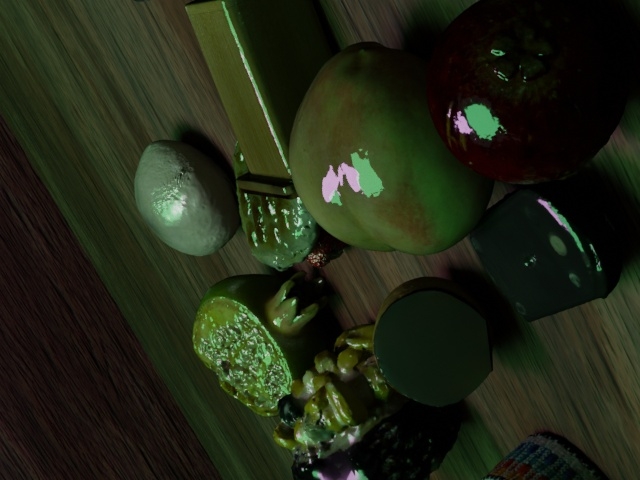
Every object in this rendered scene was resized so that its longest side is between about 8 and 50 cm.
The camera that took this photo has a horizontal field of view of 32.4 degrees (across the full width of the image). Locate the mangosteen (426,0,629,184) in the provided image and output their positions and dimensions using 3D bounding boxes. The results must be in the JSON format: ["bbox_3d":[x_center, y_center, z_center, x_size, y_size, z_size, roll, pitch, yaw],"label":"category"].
[{"bbox_3d":[0.226,-0.153,1.215,0.215,0.215,0.257,46,175,22],"label":"mangosteen"}]

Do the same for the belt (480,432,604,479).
[{"bbox_3d":[0.387,0.470,1.778,0.295,0.160,0.207,52,157,8],"label":"belt"}]

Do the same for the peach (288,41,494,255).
[{"bbox_3d":[0.088,-0.117,1.454,0.292,0.247,0.292,45,164,16],"label":"peach"}]

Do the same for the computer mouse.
[{"bbox_3d":[0.298,0.003,1.396,0.170,0.100,0.269,59,162,3],"label":"computer mouse"}]

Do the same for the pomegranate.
[{"bbox_3d":[-0.089,0.183,2.299,0.310,0.216,0.358,51,127,11],"label":"pomegranate"}]

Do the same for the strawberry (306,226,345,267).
[{"bbox_3d":[0.000,0.000,2.014,0.096,0.083,0.083,55,160,33],"label":"strawberry"}]

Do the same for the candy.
[{"bbox_3d":[-0.297,-0.087,2.346,0.295,0.185,0.295,40,156,22],"label":"candy"}]

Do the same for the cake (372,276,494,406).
[{"bbox_3d":[0.189,0.155,1.751,0.207,0.185,0.178,25,-168,15],"label":"cake"}]

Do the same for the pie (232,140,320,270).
[{"bbox_3d":[-0.085,-0.092,1.972,0.306,0.071,0.306,27,123,50],"label":"pie"}]

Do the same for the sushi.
[{"bbox_3d":[0.059,0.342,2.058,0.285,0.328,0.328,52,162,-6],"label":"sushi"}]

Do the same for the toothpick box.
[{"bbox_3d":[-0.068,-0.245,1.690,0.187,0.190,0.308,15,131,60],"label":"toothpick box"}]
